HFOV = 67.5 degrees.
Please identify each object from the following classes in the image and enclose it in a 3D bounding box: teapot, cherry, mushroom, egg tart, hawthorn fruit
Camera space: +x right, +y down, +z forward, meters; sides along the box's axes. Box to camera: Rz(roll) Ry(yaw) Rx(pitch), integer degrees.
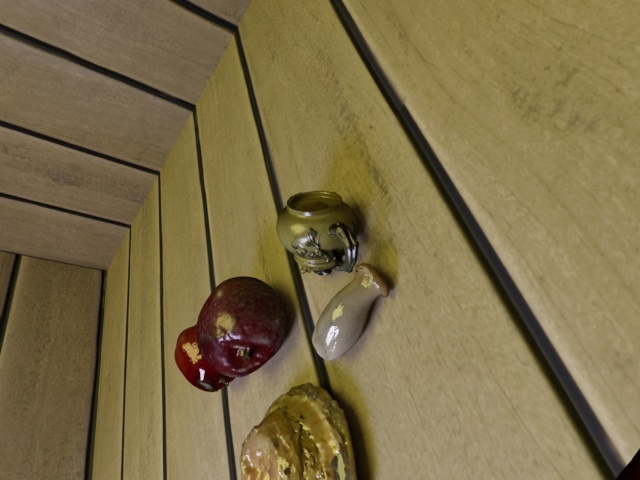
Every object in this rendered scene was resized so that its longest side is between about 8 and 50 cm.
[{"bbox_3d":[0.000,0.000,1.037,0.269,0.173,0.182,35,136,50],"label":"teapot"},{"bbox_3d":[-0.195,0.201,1.181,0.230,0.203,0.300,-57,23,25],"label":"cherry"},{"bbox_3d":[0.055,0.142,0.946,0.212,0.088,0.097,-60,3,9],"label":"mushroom"},{"bbox_3d":[-0.059,0.455,0.927,0.352,0.150,0.352,-27,57,51],"label":"egg tart"},{"bbox_3d":[-0.293,0.314,1.293,0.202,0.185,0.185,48,116,42],"label":"hawthorn fruit"}]

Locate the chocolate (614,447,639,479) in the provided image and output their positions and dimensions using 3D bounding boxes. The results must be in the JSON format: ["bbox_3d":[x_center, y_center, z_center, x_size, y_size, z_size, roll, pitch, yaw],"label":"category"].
[{"bbox_3d":[0.329,0.260,0.292,0.383,0.331,0.383,-26,58,50],"label":"chocolate"}]
